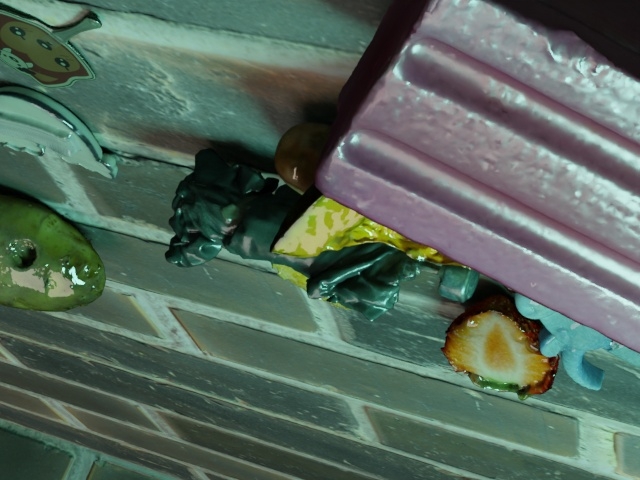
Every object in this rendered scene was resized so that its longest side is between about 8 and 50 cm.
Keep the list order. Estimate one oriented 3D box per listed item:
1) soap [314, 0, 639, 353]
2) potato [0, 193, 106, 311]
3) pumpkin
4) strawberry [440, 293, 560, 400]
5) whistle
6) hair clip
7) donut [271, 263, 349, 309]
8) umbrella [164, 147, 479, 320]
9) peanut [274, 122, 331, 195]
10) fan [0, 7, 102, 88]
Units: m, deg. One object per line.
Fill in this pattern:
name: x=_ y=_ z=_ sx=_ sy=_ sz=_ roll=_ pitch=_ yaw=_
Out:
soap: x=0.202 y=-0.062 z=0.841 sx=0.359 sy=0.128 sz=0.233 roll=26 pitch=138 yaw=-9
potato: x=-0.448 y=0.015 z=1.669 sx=0.296 sy=0.141 sz=0.192 roll=20 pitch=141 yaw=7
pumpkin: x=0.119 y=-0.061 z=1.037 sx=0.312 sy=0.148 sz=0.169 roll=6 pitch=117 yaw=0
strawberry: x=0.214 y=0.116 z=1.369 sx=0.146 sy=0.082 sz=0.187 roll=8 pitch=148 yaw=18
whistle: x=0.296 y=0.076 z=1.186 sx=0.269 sy=0.093 sz=0.180 roll=28 pitch=132 yaw=-17
hair clip: x=-0.355 y=-0.133 z=1.371 sx=0.220 sy=0.054 sz=0.140 roll=15 pitch=152 yaw=11
donut: x=0.015 y=0.020 z=1.345 sx=0.146 sy=0.078 sz=0.181 roll=28 pitch=163 yaw=-12
umbrella: x=0.000 y=0.003 z=1.211 sx=0.348 sy=0.143 sz=0.094 roll=15 pitch=163 yaw=19
peanut: x=-0.001 y=-0.074 z=1.143 sx=0.076 sy=0.076 sz=0.152 roll=16 pitch=178 yaw=15
fan: x=-0.283 y=-0.206 z=1.192 sx=0.132 sy=0.009 sz=0.220 roll=34 pitch=156 yaw=-31
